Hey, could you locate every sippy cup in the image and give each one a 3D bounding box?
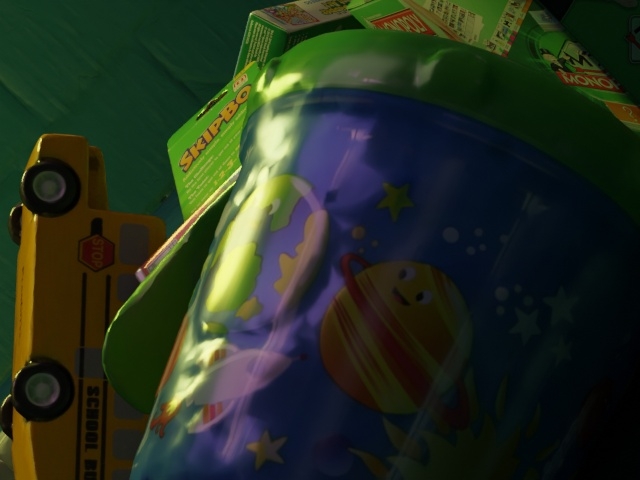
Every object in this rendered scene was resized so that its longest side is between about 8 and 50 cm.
[{"bbox_3d":[0.031,0.061,0.663,0.224,0.240,0.305,-64,7,-24],"label":"sippy cup"}]

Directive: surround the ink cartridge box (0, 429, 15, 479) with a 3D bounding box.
[{"bbox_3d":[-0.262,0.218,1.460,0.072,0.127,0.175,-41,11,34],"label":"ink cartridge box"}]

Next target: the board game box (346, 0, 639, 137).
[{"bbox_3d":[0.130,-0.074,0.749,0.046,0.213,0.317,-47,11,-3],"label":"board game box"}]

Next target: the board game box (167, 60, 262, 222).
[{"bbox_3d":[-0.074,-0.064,1.299,0.124,0.039,0.259,-41,34,13],"label":"board game box"}]

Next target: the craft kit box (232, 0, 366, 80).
[{"bbox_3d":[-0.016,-0.139,1.539,0.247,0.061,0.250,-31,-36,-54],"label":"craft kit box"}]

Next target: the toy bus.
[{"bbox_3d":[-0.204,0.081,1.245,0.108,0.130,0.332,133,138,-63],"label":"toy bus"}]

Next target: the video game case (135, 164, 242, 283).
[{"bbox_3d":[0.000,0.000,1.135,0.285,0.204,0.025,-45,-32,10],"label":"video game case"}]
